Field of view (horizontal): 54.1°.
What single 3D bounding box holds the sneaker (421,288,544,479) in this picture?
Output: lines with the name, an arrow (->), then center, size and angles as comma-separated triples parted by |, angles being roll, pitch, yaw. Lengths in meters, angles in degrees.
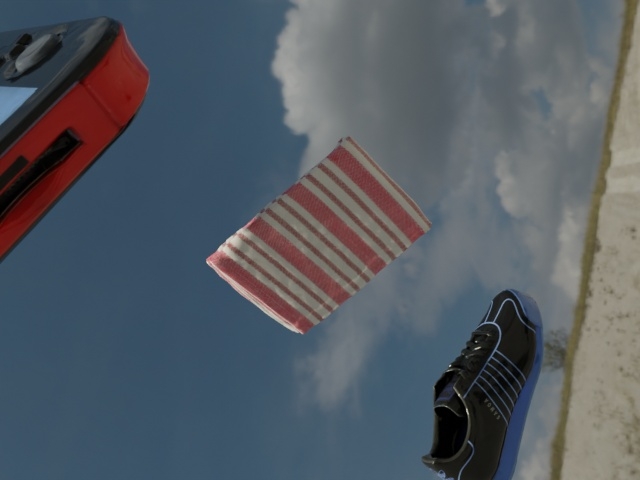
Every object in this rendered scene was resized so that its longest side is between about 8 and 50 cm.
sneaker -> 0.175, 0.150, 0.681 | 0.091, 0.081, 0.232 | 26, -114, -20

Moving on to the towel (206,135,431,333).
towel -> 0.000, 0.000, 0.648 | 0.197, 0.029, 0.144 | -41, -59, 11

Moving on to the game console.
game console -> -0.328, -0.029, 0.474 | 0.386, 0.342, 0.060 | -52, -46, -18
